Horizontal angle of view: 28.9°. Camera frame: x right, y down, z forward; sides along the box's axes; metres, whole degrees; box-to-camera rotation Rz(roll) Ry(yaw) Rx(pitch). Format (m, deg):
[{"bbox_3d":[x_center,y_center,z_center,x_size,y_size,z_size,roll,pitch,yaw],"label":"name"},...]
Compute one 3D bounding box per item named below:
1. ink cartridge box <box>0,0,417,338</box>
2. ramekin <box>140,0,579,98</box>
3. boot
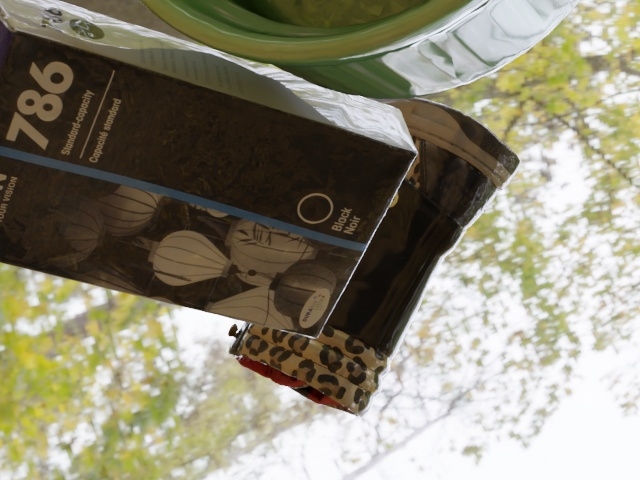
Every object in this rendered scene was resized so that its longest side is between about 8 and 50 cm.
[{"bbox_3d":[-0.121,-0.049,0.781,0.065,0.332,0.165,-104,-146,-53],"label":"ink cartridge box"},{"bbox_3d":[0.031,-0.228,0.710,0.303,0.148,0.303,-5,-101,23],"label":"ramekin"},{"bbox_3d":[0.000,0.000,1.207,0.377,0.138,0.284,16,-105,53],"label":"boot"}]
